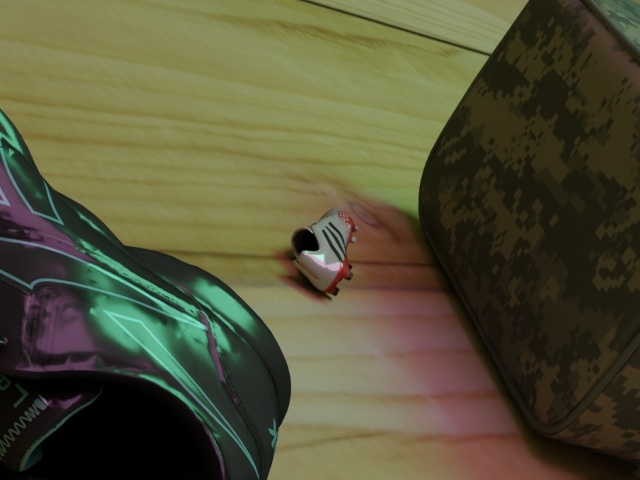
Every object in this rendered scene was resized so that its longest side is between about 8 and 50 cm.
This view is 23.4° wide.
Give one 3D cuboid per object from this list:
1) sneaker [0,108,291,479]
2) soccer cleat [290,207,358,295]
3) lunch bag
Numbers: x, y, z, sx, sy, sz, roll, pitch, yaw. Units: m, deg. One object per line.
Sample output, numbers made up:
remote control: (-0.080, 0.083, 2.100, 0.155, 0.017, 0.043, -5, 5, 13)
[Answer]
sneaker: (-0.123, 0.016, 0.538, 0.267, 0.101, 0.106, 31, 23, -14)
soccer cleat: (0.000, 0.000, 0.870, 0.035, 0.029, 0.083, 35, 25, -17)
lunch bag: (0.236, 0.010, 0.953, 0.256, 0.213, 0.305, 18, 25, -27)
